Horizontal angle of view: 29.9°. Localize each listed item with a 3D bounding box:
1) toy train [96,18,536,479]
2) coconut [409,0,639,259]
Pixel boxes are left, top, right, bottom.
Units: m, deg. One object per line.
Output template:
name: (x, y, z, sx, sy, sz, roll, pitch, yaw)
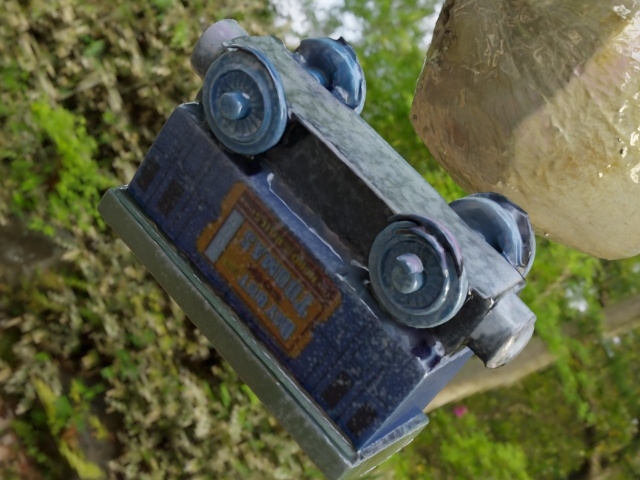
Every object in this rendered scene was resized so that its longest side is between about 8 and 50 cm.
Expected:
toy train: (0.000, 0.000, 0.813, 0.300, 0.131, 0.202, 47, -57, 17)
coconut: (0.284, -0.198, 1.355, 0.404, 0.404, 0.404, 62, -9, 18)
